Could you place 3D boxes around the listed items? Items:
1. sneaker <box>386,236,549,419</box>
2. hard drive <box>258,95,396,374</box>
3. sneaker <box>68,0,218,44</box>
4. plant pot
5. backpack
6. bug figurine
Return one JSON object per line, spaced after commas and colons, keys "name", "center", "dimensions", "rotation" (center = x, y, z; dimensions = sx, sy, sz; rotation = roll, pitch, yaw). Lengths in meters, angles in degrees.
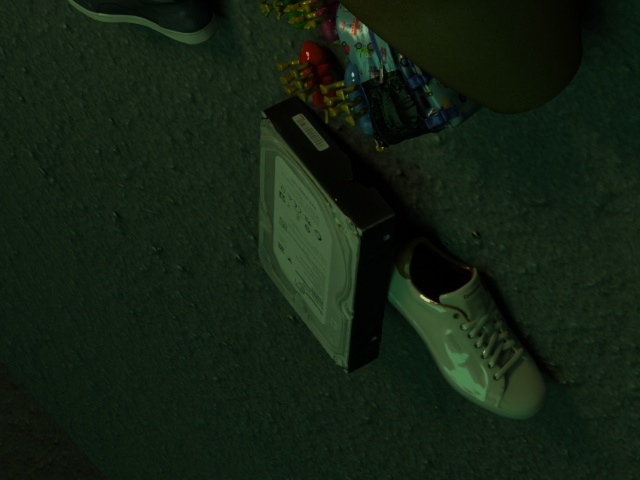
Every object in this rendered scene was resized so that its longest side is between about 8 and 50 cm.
{"name": "sneaker", "center": [0.194, 0.115, 2.053], "dimensions": [0.290, 0.106, 0.123], "rotation": [45, 153, 1]}
{"name": "hard drive", "center": [0.000, 0.000, 2.115], "dimensions": [0.237, 0.064, 0.339], "rotation": [52, 158, 28]}
{"name": "sneaker", "center": [-0.245, -0.344, 2.002], "dimensions": [0.226, 0.086, 0.163], "rotation": [17, 153, 23]}
{"name": "plant pot", "center": [0.152, -0.250, 1.554], "dimensions": [0.237, 0.237, 0.254], "rotation": [9, 151, 45]}
{"name": "backpack", "center": [0.104, -0.210, 1.709], "dimensions": [0.117, 0.158, 0.173], "rotation": [-14, 107, 47]}
{"name": "bug figurine", "center": [0.007, -0.220, 1.828], "dimensions": [0.216, 0.072, 0.279], "rotation": [69, 170, -20]}
